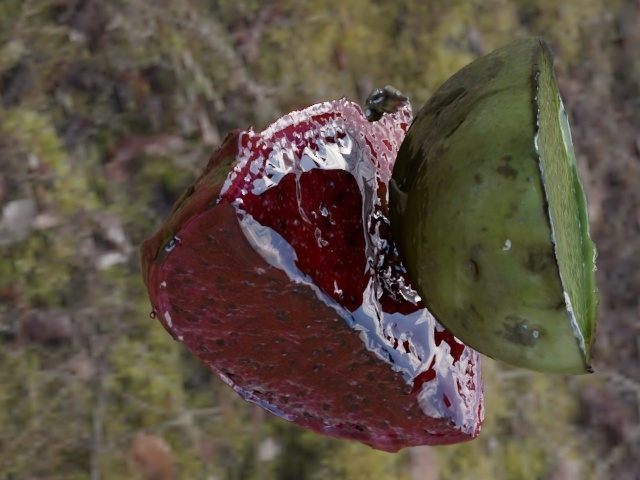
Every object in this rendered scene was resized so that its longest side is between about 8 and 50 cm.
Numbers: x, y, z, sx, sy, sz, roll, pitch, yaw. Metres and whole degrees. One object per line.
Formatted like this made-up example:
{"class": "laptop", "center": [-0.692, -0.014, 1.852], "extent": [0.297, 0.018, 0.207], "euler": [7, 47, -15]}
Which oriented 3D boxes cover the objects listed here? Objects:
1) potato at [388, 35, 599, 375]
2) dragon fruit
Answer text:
{"class": "potato", "center": [0.093, -0.021, 1.117], "extent": [0.272, 0.111, 0.160], "euler": [-69, 144, -67]}
{"class": "dragon fruit", "center": [0.000, 0.000, 1.245], "extent": [0.262, 0.134, 0.211], "euler": [48, 49, -30]}
